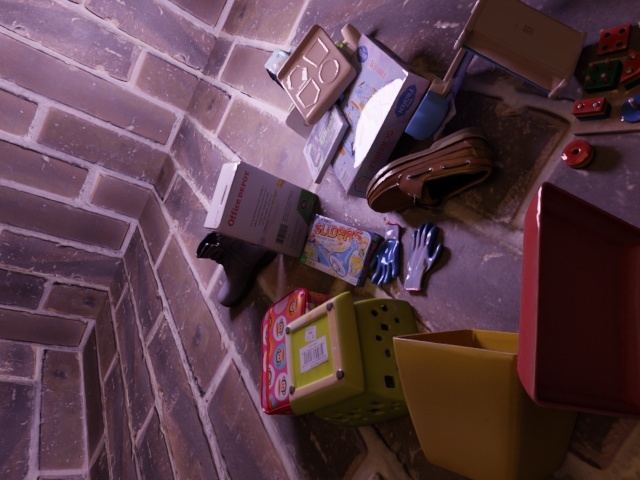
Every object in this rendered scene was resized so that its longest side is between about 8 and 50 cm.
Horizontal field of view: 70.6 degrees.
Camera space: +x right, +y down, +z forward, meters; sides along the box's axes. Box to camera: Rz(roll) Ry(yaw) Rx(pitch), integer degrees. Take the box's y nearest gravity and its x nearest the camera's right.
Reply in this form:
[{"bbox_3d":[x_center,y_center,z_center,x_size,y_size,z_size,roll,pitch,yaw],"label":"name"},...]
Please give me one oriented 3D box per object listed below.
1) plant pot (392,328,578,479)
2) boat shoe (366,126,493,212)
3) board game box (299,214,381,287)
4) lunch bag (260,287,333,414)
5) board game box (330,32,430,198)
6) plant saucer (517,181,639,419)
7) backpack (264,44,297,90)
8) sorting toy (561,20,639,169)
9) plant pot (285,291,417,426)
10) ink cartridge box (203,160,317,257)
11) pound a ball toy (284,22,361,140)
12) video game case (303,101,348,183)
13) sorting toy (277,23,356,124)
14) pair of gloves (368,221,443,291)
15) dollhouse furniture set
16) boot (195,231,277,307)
[{"bbox_3d":[0.254,0.242,0.680,0.212,0.212,0.187,-5,82,51],"label":"plant pot"},{"bbox_3d":[0.217,-0.122,0.963,0.307,0.110,0.105,-31,50,42],"label":"boat shoe"},{"bbox_3d":[0.047,0.022,1.148,0.201,0.035,0.136,19,90,41],"label":"board game box"},{"bbox_3d":[-0.067,0.288,1.150,0.258,0.120,0.293,-37,46,43],"label":"lunch bag"},{"bbox_3d":[0.114,-0.325,1.165,0.318,0.065,0.319,-63,30,31],"label":"board game box"},{"bbox_3d":[0.342,0.085,0.582,0.047,0.259,0.259,-16,62,59],"label":"plant saucer"},{"bbox_3d":[-0.085,-0.560,1.500,0.144,0.188,0.166,-57,37,18],"label":"backpack"},{"bbox_3d":[0.485,-0.252,0.727,0.132,0.046,0.275,12,83,54],"label":"sorting toy"},{"bbox_3d":[0.057,0.243,0.923,0.228,0.207,0.227,-35,48,38],"label":"plant pot"},{"bbox_3d":[-0.170,-0.086,1.313,0.117,0.278,0.202,7,79,53],"label":"ink cartridge box"},{"bbox_3d":[0.038,-0.474,1.376,0.319,0.135,0.208,-49,18,25],"label":"pound a ball toy"},{"bbox_3d":[0.009,-0.282,1.260,0.190,0.022,0.173,-61,30,33],"label":"video game case"},{"bbox_3d":[-0.013,-0.454,1.246,0.193,0.038,0.208,-45,66,28],"label":"sorting toy"},{"bbox_3d":[0.185,0.033,1.009,0.198,0.023,0.159,4,78,54],"label":"pair of gloves"},{"bbox_3d":[0.353,-0.347,0.933,0.286,0.198,0.303,-60,-1,-23],"label":"dollhouse furniture set"},{"bbox_3d":[-0.310,0.070,1.471,0.338,0.222,0.118,-53,40,23],"label":"boot"}]
